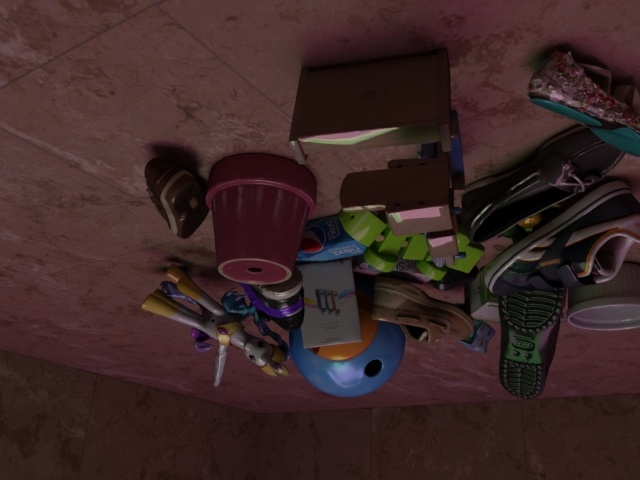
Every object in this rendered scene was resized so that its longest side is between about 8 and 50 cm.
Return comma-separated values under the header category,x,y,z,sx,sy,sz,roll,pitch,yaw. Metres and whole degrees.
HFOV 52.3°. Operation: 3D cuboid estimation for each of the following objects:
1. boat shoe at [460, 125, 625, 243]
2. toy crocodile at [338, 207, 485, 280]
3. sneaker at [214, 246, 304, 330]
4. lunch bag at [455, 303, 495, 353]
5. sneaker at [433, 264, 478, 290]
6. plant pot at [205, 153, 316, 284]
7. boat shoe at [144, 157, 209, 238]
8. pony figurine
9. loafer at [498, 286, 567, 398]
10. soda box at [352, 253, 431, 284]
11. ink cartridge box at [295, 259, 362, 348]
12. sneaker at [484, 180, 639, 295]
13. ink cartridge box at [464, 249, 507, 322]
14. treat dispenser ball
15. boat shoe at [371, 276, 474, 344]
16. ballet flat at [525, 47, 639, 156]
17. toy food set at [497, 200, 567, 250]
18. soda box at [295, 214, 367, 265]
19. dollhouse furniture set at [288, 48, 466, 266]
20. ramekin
category,x,y,z,sx,sy,sz,roll,pitch,yaw
boat shoe,0.364,-0.083,1.067,0.112,0.096,0.335,16,153,-28
toy crocodile,0.186,-0.003,1.274,0.340,0.105,0.115,11,120,-31
sneaker,-0.120,0.087,1.305,0.102,0.293,0.146,-25,124,-18
lunch bag,0.393,0.237,1.815,0.151,0.096,0.129,23,171,37
sneaker,0.297,0.055,1.436,0.170,0.089,0.051,-19,-147,-39
plant pot,-0.108,-0.027,1.153,0.201,0.180,0.201,2,156,1
boat shoe,-0.265,-0.083,1.187,0.095,0.095,0.257,38,161,6
pony figurine,-0.243,0.207,1.596,0.363,0.303,0.351,34,174,-8
loafer,0.467,0.168,1.444,0.133,0.366,0.130,16,-153,26
soda box,0.164,0.049,1.448,0.183,0.058,0.063,11,156,-19
ink cartridge box,0.014,0.136,1.407,0.127,0.176,0.128,-6,173,-1
sneaker,0.440,0.036,1.178,0.126,0.127,0.321,4,143,-41
ink cartridge box,0.467,0.112,1.508,0.188,0.097,0.255,7,157,-8
treat dispenser ball,0.065,0.237,1.605,0.288,0.288,0.288,3,157,1
boat shoe,0.233,0.186,1.519,0.341,0.110,0.121,27,162,-37
ballet flat,0.377,-0.181,0.861,0.241,0.077,0.091,18,-175,-29
toy food set,0.403,-0.017,1.248,0.128,0.071,0.218,-3,156,13
soda box,0.000,0.000,1.343,0.210,0.067,0.071,-12,153,30
dollhouse furniture set,0.096,-0.061,0.913,0.198,0.286,0.303,-4,144,16
ramekin,0.675,0.129,1.506,0.207,0.109,0.207,3,157,1
